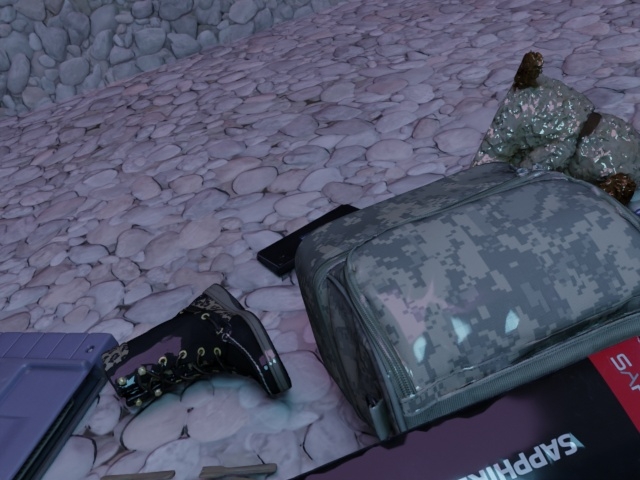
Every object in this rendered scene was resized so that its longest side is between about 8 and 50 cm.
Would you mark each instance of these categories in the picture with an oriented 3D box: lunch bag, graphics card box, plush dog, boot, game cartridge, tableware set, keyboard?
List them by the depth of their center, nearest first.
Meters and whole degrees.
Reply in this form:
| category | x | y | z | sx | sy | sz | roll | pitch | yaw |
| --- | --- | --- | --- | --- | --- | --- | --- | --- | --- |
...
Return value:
| category | x | y | z | sx | sy | sz | roll | pitch | yaw |
| --- | --- | --- | --- | --- | --- | --- | --- | --- | --- |
| graphics card box | 0.050 | 0.207 | 0.447 | 0.371 | 0.233 | 0.094 | -19 | 60 | -8 |
| tableware set | -0.138 | 0.265 | 0.610 | 0.194 | 0.039 | 0.128 | -6 | 9 | 4 |
| lunch bag | 0.154 | 0.063 | 0.612 | 0.305 | 0.212 | 0.256 | -20 | 21 | -10 |
| game cartridge | -0.419 | 0.241 | 0.758 | 0.230 | 0.068 | 0.355 | 1 | 36 | 16 |
| boot | -0.150 | 0.149 | 0.763 | 0.179 | 0.085 | 0.236 | -30 | 29 | -18 |
| plush dog | 0.361 | -0.142 | 0.927 | 0.225 | 0.210 | 0.262 | 27 | 48 | 12 |
| keyboard | 0.000 | 0.000 | 0.984 | 0.180 | 0.023 | 0.108 | -31 | 29 | -22 |
